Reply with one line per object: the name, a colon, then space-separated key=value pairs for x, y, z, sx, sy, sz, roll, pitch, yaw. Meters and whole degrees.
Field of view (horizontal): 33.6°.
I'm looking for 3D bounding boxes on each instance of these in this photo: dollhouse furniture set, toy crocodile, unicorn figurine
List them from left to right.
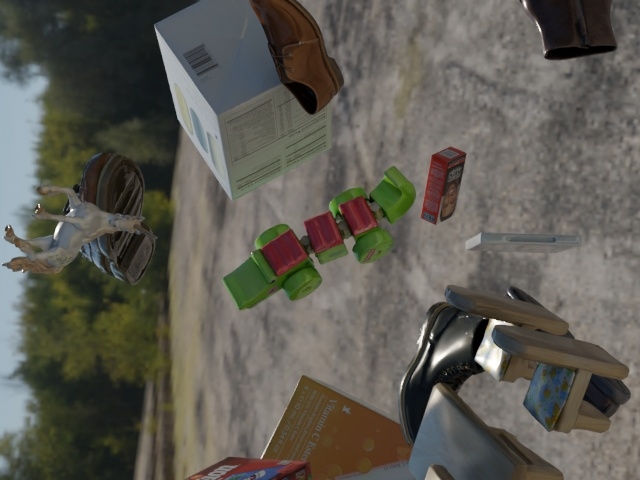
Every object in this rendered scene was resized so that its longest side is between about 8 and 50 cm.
unicorn figurine: x=-0.270 y=-0.012 z=1.160 sx=0.162 sy=0.111 sz=0.060 roll=-31 pitch=49 yaw=37
toy crocodile: x=0.000 y=0.000 z=1.686 sx=0.115 sy=0.340 sz=0.105 roll=62 pitch=-179 yaw=21
dollhouse furniture set: x=0.150 y=0.268 z=1.090 sx=0.394 sy=0.256 sz=0.362 roll=-137 pitch=62 yaw=-68

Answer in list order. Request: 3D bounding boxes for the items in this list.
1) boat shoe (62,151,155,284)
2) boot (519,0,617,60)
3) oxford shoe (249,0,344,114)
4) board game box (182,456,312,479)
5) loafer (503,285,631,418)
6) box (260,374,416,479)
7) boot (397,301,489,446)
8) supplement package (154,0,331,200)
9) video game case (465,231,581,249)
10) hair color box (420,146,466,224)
boat shoe: x=-0.303 y=-0.029 z=1.448 sx=0.307 sy=0.104 sz=0.111 roll=99 pitch=-164 yaw=-62
boot: x=0.453 y=-0.390 z=1.745 sx=0.090 sy=0.248 sz=0.207 roll=94 pitch=165 yaw=-61
oxford shoe: x=-0.040 y=-0.261 z=1.459 sx=0.076 sy=0.212 sz=0.076 roll=4 pitch=51 yaw=43
board game box: x=-0.150 y=0.331 z=1.330 sx=0.281 sy=0.145 sz=0.027 roll=-17 pitch=-82 yaw=-54
loafer: x=0.430 y=0.212 z=1.955 sx=0.302 sy=0.109 sz=0.095 roll=46 pitch=110 yaw=27
box: x=0.086 y=0.410 z=1.866 sx=0.215 sy=0.345 sz=0.168 roll=-64 pitch=-16 yaw=-5
boot: x=0.167 y=0.181 z=1.369 sx=0.137 sy=0.076 sz=0.198 roll=-174 pitch=93 yaw=-69
supplement package: x=-0.115 y=-0.239 z=1.684 sx=0.199 sy=0.198 sz=0.263 roll=55 pitch=166 yaw=22
video game case: x=0.378 y=0.004 z=2.004 sx=0.201 sy=0.183 sz=0.023 roll=92 pitch=180 yaw=-85
hair color box: x=0.245 y=-0.109 z=2.114 sx=0.072 sy=0.043 sz=0.141 roll=-27 pitch=-46 yaw=-44
